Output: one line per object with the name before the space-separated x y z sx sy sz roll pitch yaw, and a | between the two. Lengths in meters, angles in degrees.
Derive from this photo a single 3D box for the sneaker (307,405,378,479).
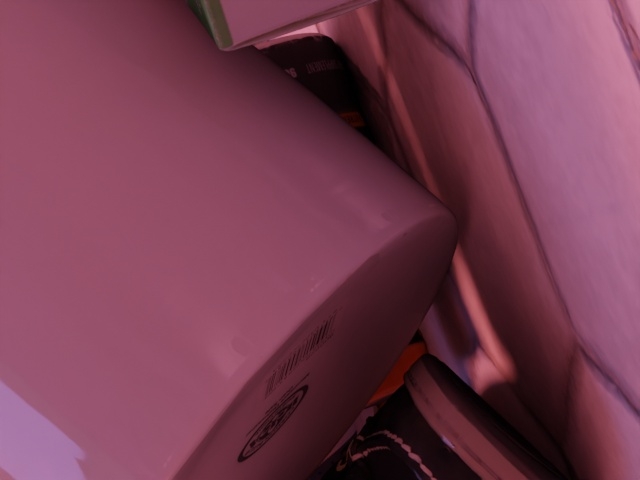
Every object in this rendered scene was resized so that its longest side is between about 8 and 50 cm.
sneaker | -0.031 0.146 1.348 0.099 0.153 0.282 -32 58 44

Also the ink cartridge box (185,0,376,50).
ink cartridge box | -0.063 -0.252 1.025 0.289 0.121 0.211 -126 15 -62

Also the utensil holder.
utensil holder | -0.161 -0.011 1.112 0.385 0.327 0.327 39 164 14

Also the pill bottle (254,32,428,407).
pill bottle | -0.007 -0.004 1.287 0.130 0.130 0.246 122 126 -81

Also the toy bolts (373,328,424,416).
toy bolts | 0.064 0.179 1.476 0.218 0.158 0.229 -40 53 40

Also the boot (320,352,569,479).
boot | 0.007 0.213 1.119 0.138 0.284 0.377 46 173 4
